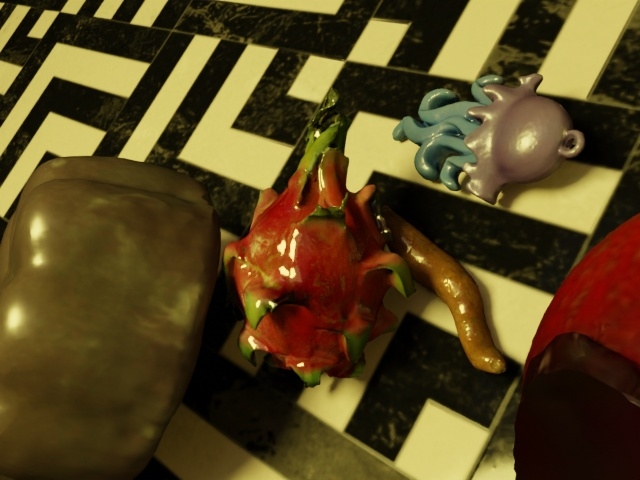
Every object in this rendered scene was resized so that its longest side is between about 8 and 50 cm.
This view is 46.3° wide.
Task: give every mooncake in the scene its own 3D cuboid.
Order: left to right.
[{"bbox_3d":[-0.209,0.074,0.644,0.306,0.154,0.306,-44,38,48],"label":"mooncake"}]

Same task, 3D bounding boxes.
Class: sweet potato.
[{"bbox_3d":[0.098,0.034,0.591,0.044,0.044,0.179,-41,54,9],"label":"sweet potato"}]

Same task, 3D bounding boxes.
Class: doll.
[{"bbox_3d":[0.133,-0.089,0.625,0.205,0.067,0.110,20,91,53],"label":"doll"}]

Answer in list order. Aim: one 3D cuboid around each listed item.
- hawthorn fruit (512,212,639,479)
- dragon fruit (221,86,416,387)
[{"bbox_3d":[0.205,0.085,0.379,0.215,0.215,0.250,-14,22,29],"label":"hawthorn fruit"},{"bbox_3d":[0.000,0.001,0.590,0.137,0.135,0.236,33,110,57],"label":"dragon fruit"}]
